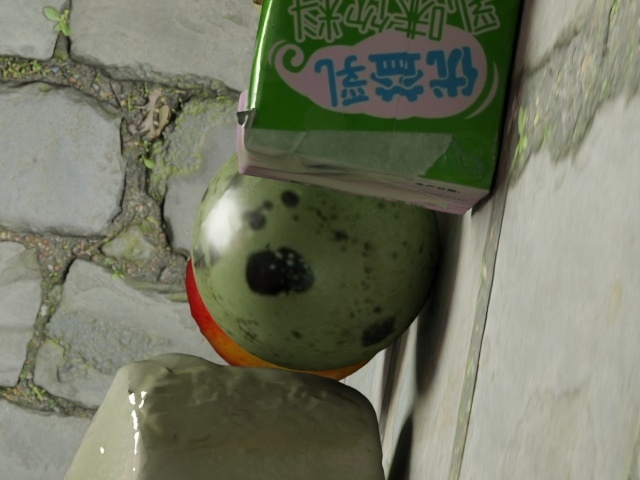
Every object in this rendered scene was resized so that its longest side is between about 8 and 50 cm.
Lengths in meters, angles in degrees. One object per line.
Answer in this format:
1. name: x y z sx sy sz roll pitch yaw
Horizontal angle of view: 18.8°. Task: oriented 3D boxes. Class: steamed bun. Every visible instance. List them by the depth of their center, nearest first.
1. steamed bun: -0.085 0.283 1.419 0.236 0.247 0.383 -100 23 -49

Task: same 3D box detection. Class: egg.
1. egg: 0.000 0.000 1.396 0.228 0.177 0.177 -49 -29 -72

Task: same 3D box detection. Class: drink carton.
1. drink carton: 0.043 -0.163 1.221 0.108 0.161 0.271 120 160 -81

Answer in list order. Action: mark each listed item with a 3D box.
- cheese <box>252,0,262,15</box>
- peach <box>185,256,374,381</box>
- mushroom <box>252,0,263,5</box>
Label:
1. cheese: -0.014 -0.320 2.133 0.328 0.129 0.351 -57 4 46
2. peach: -0.022 0.025 1.596 0.192 0.190 0.190 -135 53 -64
3. mushroom: 0.013 -0.232 1.698 0.204 0.204 0.204 -170 90 -87
